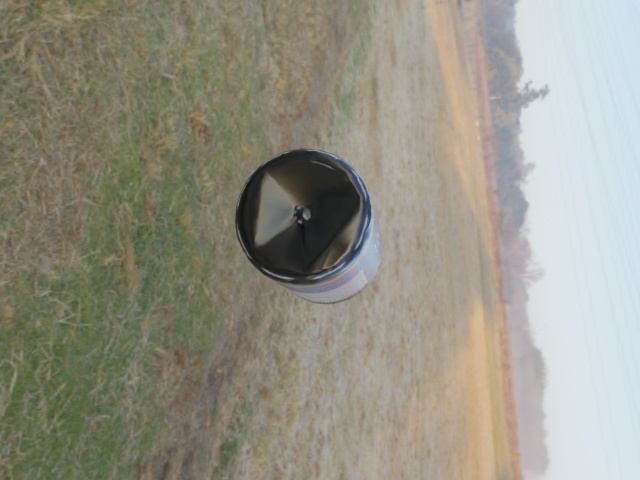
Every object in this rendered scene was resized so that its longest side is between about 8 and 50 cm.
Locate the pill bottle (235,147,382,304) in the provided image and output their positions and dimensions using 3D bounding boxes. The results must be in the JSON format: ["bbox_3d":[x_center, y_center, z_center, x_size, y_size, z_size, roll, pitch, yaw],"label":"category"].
[{"bbox_3d":[0.000,0.000,0.592,0.219,0.122,0.123,53,35,-75],"label":"pill bottle"}]
